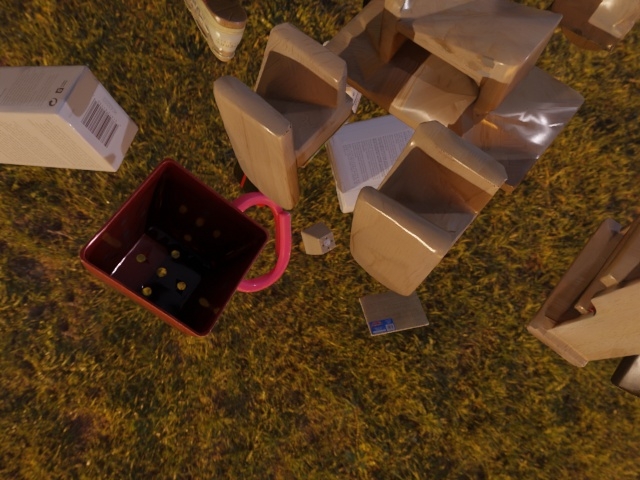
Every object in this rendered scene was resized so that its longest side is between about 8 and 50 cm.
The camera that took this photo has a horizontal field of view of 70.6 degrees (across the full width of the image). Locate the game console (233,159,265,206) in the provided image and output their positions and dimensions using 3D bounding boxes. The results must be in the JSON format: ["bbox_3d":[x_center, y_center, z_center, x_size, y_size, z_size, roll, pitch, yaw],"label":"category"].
[{"bbox_3d":[-0.212,-0.351,1.690,0.060,0.342,0.386,12,115,-30],"label":"game console"}]

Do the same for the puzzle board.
[{"bbox_3d":[0.158,0.154,0.983,0.128,0.011,0.096,-10,52,-8],"label":"puzzle board"}]

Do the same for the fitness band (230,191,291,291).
[{"bbox_3d":[-0.182,0.007,1.249,0.209,0.054,0.290,-17,123,-31],"label":"fitness band"}]

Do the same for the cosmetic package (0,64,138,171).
[{"bbox_3d":[-0.756,-0.320,1.196,0.454,0.230,0.161,6,64,16],"label":"cosmetic package"}]

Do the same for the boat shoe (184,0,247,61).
[{"bbox_3d":[-0.228,-0.476,0.924,0.105,0.089,0.285,-2,48,-26],"label":"boat shoe"}]

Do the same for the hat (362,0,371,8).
[{"bbox_3d":[0.301,-0.837,1.516,0.134,0.332,0.330,-10,91,-54],"label":"hat"}]

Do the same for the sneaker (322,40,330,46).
[{"bbox_3d":[0.064,-0.690,1.842,0.095,0.090,0.234,-27,109,-40],"label":"sneaker"}]

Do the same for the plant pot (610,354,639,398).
[{"bbox_3d":[0.496,0.109,0.537,0.188,0.188,0.166,-29,129,-38],"label":"plant pot"}]

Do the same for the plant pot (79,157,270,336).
[{"bbox_3d":[-0.318,0.040,0.965,0.267,0.236,0.267,38,57,-14],"label":"plant pot"}]

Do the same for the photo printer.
[{"bbox_3d":[0.184,-0.237,1.330,0.308,0.107,0.255,-14,89,-4],"label":"photo printer"}]

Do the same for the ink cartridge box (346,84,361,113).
[{"bbox_3d":[0.061,-0.355,1.011,0.056,0.135,0.099,17,82,10],"label":"ink cartridge box"}]

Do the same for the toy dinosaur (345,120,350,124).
[{"bbox_3d":[0.077,-0.450,1.886,0.201,0.295,0.127,-5,52,-16],"label":"toy dinosaur"}]

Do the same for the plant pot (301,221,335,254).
[{"bbox_3d":[0.000,0.000,1.866,0.109,0.096,0.109,-28,121,-29],"label":"plant pot"}]

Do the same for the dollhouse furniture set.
[{"bbox_3d":[0.183,-0.084,0.434,0.394,0.256,0.362,39,76,13],"label":"dollhouse furniture set"}]
